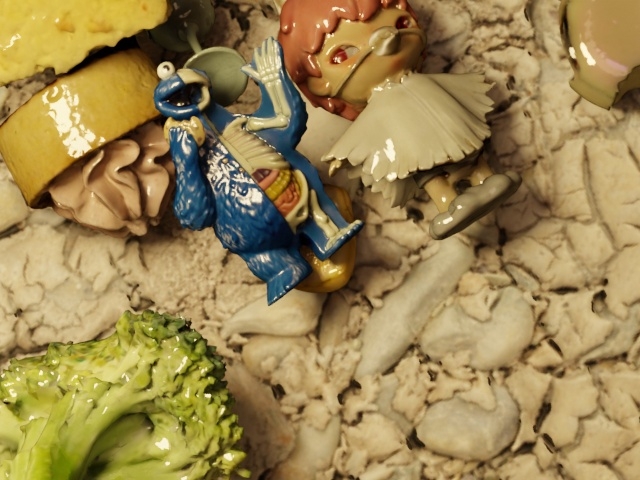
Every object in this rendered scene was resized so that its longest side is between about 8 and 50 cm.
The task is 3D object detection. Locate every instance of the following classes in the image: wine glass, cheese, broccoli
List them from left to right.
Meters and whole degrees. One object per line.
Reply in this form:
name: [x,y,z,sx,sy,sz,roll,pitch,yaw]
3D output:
broccoli: [-0.219,0.219,1.563,0.275,0.397,0.353,34,80,-10]
wine glass: [-0.141,-0.220,1.760,0.079,0.079,0.195,-30,43,2]
cheese: [0.389,-0.223,1.706,0.286,0.082,0.163,-6,78,7]

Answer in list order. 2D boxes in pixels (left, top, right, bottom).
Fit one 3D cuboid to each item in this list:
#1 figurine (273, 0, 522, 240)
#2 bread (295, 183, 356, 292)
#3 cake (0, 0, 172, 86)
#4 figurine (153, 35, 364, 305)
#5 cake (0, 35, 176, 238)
figurine: [0.056,-0.180,1.710,0.207,0.166,0.387,-30,77,-16]
bread: [0.000,0.000,1.733,0.082,0.056,0.115,-13,70,18]
cake: [-0.292,-0.315,1.695,0.222,0.286,0.227,-21,115,2]
figurine: [-0.077,-0.068,1.666,0.164,0.121,0.262,-26,94,-9]
cake: [-0.216,-0.092,1.728,0.185,0.208,0.178,-35,96,36]
